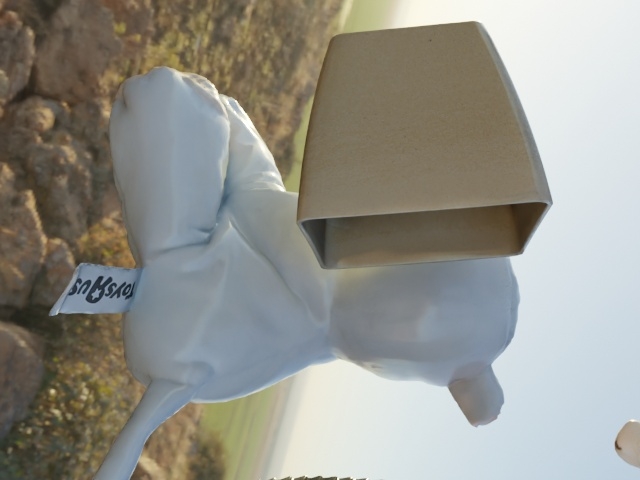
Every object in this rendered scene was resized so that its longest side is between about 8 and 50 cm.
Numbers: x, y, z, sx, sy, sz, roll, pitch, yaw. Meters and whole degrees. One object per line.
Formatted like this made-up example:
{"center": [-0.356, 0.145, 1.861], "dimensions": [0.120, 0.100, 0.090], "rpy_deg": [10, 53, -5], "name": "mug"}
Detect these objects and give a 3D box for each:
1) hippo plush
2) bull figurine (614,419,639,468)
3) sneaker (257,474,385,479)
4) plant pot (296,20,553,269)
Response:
{"center": [0.000, 0.000, 0.512], "dimensions": [0.294, 0.236, 0.234], "rpy_deg": [-49, 133, -82], "name": "hippo plush"}
{"center": [0.362, 0.202, 0.636], "dimensions": [0.188, 0.310, 0.101], "rpy_deg": [115, -17, -75], "name": "bull figurine"}
{"center": [0.076, 0.214, 0.445], "dimensions": [0.112, 0.319, 0.131], "rpy_deg": [-34, 119, -58], "name": "sneaker"}
{"center": [0.047, -0.046, 0.401], "dimensions": [0.109, 0.109, 0.096], "rpy_deg": [65, 21, -74], "name": "plant pot"}
